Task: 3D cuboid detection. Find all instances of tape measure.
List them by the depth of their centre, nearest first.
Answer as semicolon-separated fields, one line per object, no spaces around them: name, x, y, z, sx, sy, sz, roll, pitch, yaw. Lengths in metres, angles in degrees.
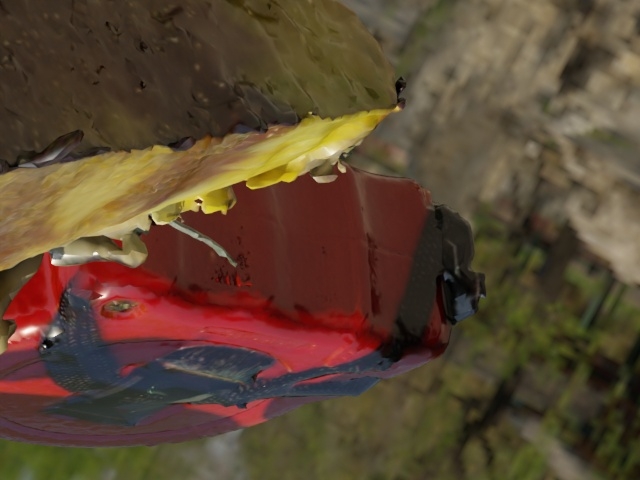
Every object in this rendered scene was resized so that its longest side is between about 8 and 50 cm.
tape measure;-0.086;0.034;1.055;0.253;0.114;0.260;14;149;-41

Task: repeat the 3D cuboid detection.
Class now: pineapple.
pineapple;-0.120;-0.049;0.488;0.334;0.158;0.161;-22;-106;-50
